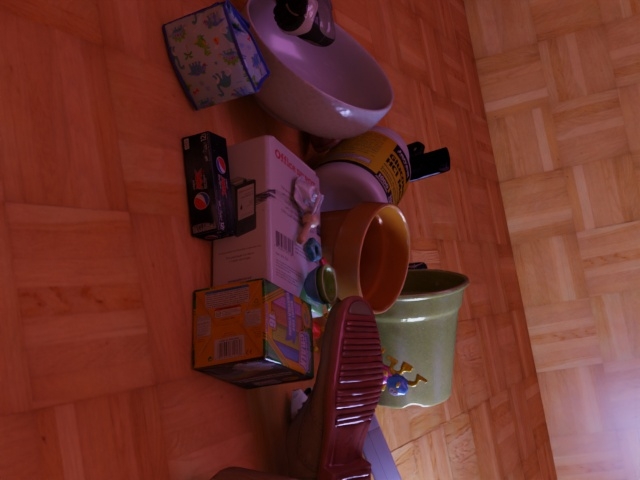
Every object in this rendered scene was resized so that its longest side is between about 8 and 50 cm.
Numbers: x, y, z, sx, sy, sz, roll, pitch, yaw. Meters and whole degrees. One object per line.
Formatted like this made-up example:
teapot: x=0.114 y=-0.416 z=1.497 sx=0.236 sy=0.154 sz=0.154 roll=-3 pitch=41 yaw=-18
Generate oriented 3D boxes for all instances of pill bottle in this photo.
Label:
pill bottle: x=0.084 y=-0.124 z=1.959 sx=0.187 sy=0.188 sz=0.334 roll=69 pitch=25 yaw=-19

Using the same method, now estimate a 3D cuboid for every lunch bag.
lunch bag: x=-0.175 y=-0.310 z=1.540 sx=0.151 sy=0.129 sz=0.096 roll=62 pitch=26 yaw=-27

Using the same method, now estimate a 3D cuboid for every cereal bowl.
cereal bowl: x=-0.032 y=-0.310 z=1.768 sx=0.339 sy=0.141 sz=0.339 roll=27 pitch=32 yaw=-19

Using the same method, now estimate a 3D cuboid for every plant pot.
plant pot: x=0.182 y=0.210 z=1.968 sx=0.276 sy=0.276 sz=0.253 roll=-23 pitch=110 yaw=-66
plant pot: x=0.040 y=0.023 z=1.750 sx=0.205 sy=0.188 sz=0.205 roll=-20 pitch=113 yaw=-56

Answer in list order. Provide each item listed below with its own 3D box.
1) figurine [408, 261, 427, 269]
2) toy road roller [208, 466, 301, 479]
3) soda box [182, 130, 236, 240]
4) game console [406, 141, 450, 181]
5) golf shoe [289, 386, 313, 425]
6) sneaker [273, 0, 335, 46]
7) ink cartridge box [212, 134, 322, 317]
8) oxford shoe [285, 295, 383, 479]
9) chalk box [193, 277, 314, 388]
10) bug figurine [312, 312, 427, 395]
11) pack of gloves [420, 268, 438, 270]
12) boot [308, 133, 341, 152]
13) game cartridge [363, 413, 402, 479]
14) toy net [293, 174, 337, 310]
figurine: x=0.204 y=0.171 z=2.223 sx=0.215 sy=0.092 sz=0.209 roll=-19 pitch=100 yaw=-66
toy road roller: x=-0.014 y=0.451 z=1.346 sx=0.241 sy=0.203 sz=0.329 roll=-31 pitch=110 yaw=-42
soda box: x=-0.181 y=-0.088 z=1.510 sx=0.060 sy=0.053 sz=0.168 roll=19 pitch=62 yaw=-64
game console: x=0.216 y=-0.192 z=2.288 sx=0.361 sy=0.213 sz=0.043 roll=-63 pitch=136 yaw=-72
golf shoe: x=0.000 y=0.311 z=1.711 sx=0.176 sy=0.069 sz=0.086 roll=28 pitch=48 yaw=-62
sneaker: x=-0.035 y=-0.456 z=1.740 sx=0.108 sy=0.100 sz=0.271 roll=28 pitch=37 yaw=-37
ink cartridge box: x=-0.088 y=-0.014 z=1.605 sx=0.198 sy=0.115 sz=0.272 roll=37 pitch=46 yaw=-57
oxford shoe: x=0.005 y=0.285 z=1.548 sx=0.140 sy=0.147 sz=0.396 roll=14 pitch=83 yaw=-49
chalk box: x=-0.093 y=0.157 z=1.490 sx=0.213 sy=0.132 sz=0.132 roll=36 pitch=47 yaw=-59
bug figurine: x=0.070 y=0.220 z=1.775 sx=0.072 sy=0.279 sz=0.216 roll=-59 pitch=169 yaw=0
pack of gloves: x=0.280 y=0.184 z=2.254 sx=0.195 sy=0.046 sz=0.232 roll=0 pitch=91 yaw=-66
boot: x=-0.019 y=-0.345 z=1.951 sx=0.220 sy=0.109 sz=0.283 roll=44 pitch=49 yaw=-42
game cartridge: x=0.104 y=0.398 z=1.817 sx=0.196 sy=0.060 sz=0.294 roll=-107 pitch=175 yaw=-69
toy net: x=0.000 y=0.000 z=1.594 sx=0.122 sy=0.045 sz=0.232 roll=20 pitch=61 yaw=-64
